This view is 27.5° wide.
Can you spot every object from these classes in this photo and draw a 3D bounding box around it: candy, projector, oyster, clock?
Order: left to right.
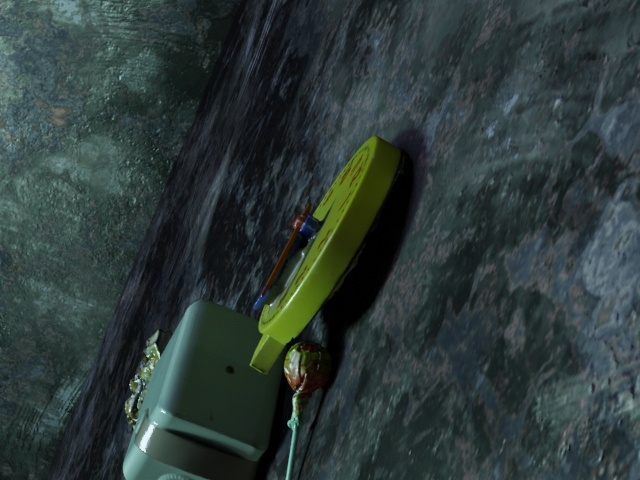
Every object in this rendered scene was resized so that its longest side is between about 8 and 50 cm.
[{"bbox_3d":[-0.283,0.258,2.228,0.214,0.083,0.223,-119,32,-88],"label":"oyster"},{"bbox_3d":[-0.153,0.228,1.720,0.242,0.163,0.177,-81,16,-47],"label":"projector"},{"bbox_3d":[-0.026,0.214,1.514,0.060,0.060,0.201,152,130,-70],"label":"candy"},{"bbox_3d":[-0.003,-0.003,1.581,0.293,0.071,0.277,-55,8,22],"label":"clock"}]
